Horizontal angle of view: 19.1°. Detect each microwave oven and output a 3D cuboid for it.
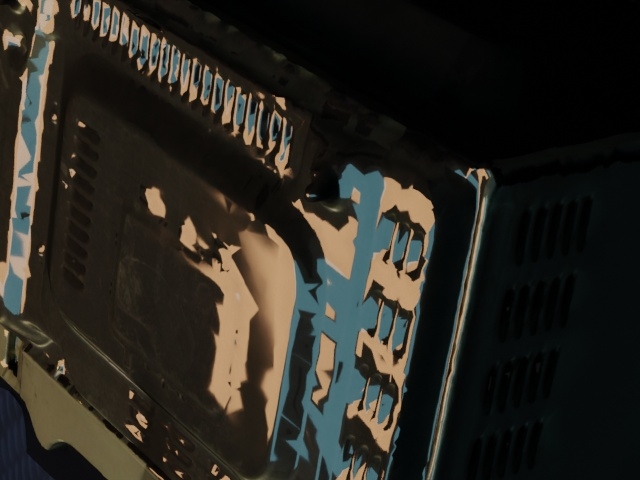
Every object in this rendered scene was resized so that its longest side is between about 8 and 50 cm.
[{"bbox_3d":[0.000,0.000,0.853,0.355,0.218,0.286,36,127,43],"label":"microwave oven"}]

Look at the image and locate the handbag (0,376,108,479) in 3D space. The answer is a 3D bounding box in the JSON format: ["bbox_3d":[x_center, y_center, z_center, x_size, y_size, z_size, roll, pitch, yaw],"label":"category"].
[{"bbox_3d":[-0.155,0.069,1.406,0.269,0.118,0.326,32,139,36],"label":"handbag"}]

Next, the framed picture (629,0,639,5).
[{"bbox_3d":[0.071,-0.167,0.905,0.240,0.020,0.324,27,135,50],"label":"framed picture"}]
